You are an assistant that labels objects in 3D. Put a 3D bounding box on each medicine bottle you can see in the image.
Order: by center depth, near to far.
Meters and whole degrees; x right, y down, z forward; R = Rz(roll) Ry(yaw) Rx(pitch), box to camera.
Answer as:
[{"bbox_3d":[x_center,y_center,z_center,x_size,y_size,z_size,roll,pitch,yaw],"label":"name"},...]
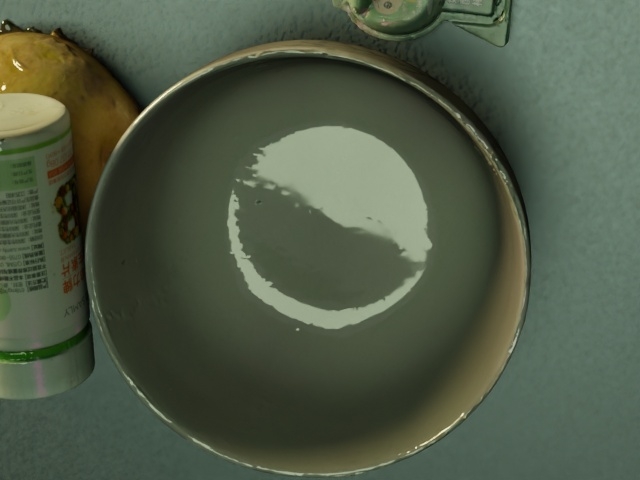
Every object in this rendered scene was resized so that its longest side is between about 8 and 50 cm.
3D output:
[{"bbox_3d":[-0.195,0.003,1.160,0.086,0.086,0.183,1,115,9],"label":"medicine bottle"}]

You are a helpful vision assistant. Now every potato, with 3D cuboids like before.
[{"bbox_3d":[-0.189,-0.020,1.249,0.138,0.098,0.243,6,109,6],"label":"potato"}]

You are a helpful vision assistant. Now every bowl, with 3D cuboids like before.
[{"bbox_3d":[0.000,0.000,1.196,0.287,0.144,0.287,3,107,9],"label":"bowl"}]

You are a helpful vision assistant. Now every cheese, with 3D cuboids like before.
[{"bbox_3d":[0.068,-0.164,1.196,0.120,0.026,0.067,6,108,7],"label":"cheese"}]
